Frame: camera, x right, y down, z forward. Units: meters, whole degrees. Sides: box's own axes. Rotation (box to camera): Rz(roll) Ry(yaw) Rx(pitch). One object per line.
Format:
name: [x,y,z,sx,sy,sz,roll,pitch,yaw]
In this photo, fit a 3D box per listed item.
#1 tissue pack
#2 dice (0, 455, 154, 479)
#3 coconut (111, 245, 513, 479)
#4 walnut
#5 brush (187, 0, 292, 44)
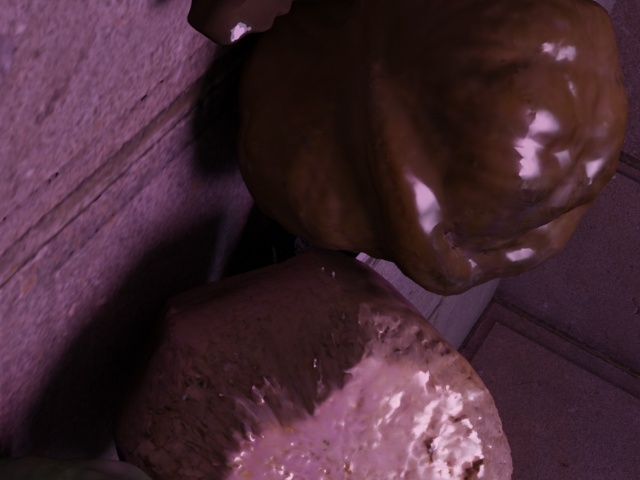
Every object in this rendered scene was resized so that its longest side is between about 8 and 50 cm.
tissue pack: [-0.001,0.001,1.124,0.170,0.090,0.103,-49,171,36]
dice: [-0.182,0.350,0.762,0.330,0.318,0.322,-47,161,-44]
coconut: [-0.022,0.156,0.975,0.297,0.297,0.309,-62,-160,2]
walnut: [0.089,-0.095,0.918,0.277,0.282,0.253,19,93,-65]
brush: [-0.008,-0.221,0.825,0.084,0.071,0.301,-52,-177,37]
